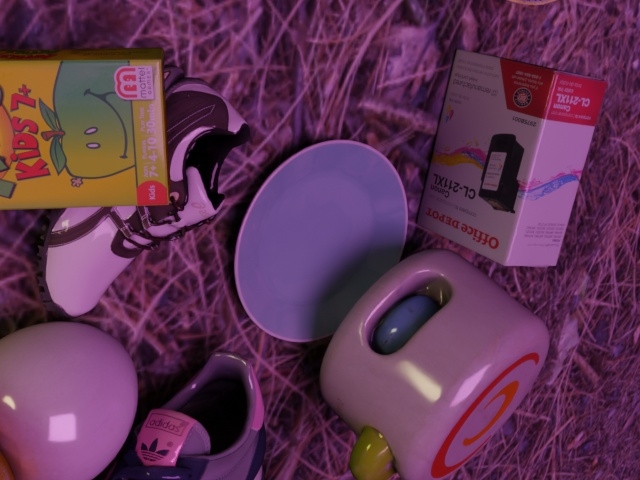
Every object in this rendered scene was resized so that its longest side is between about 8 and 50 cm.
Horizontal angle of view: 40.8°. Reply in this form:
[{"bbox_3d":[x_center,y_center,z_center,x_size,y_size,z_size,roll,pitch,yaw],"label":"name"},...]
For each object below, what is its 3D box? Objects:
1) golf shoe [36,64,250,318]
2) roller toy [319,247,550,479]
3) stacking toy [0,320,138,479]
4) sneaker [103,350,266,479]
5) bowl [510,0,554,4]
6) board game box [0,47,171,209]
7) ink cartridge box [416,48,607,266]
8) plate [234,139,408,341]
[{"bbox_3d":[-0.124,-0.023,0.604,0.198,0.093,0.077,-61,158,2],"label":"golf shoe"},{"bbox_3d":[0.101,0.110,0.791,0.209,0.146,0.191,-10,133,-50],"label":"roller toy"},{"bbox_3d":[-0.294,0.187,0.483,0.480,0.350,0.351,-40,130,-40],"label":"stacking toy"},{"bbox_3d":[-0.133,0.195,0.617,0.319,0.112,0.131,-53,153,-59],"label":"sneaker"},{"bbox_3d":[0.141,-0.270,0.708,0.170,0.080,0.170,-1,91,-28],"label":"bowl"},{"bbox_3d":[-0.186,-0.068,0.528,0.181,0.043,0.092,-2,113,-7],"label":"board game box"},{"bbox_3d":[0.171,-0.076,0.794,0.072,0.127,0.175,1,108,-36],"label":"ink cartridge box"},{"bbox_3d":[0.000,0.000,0.764,0.188,0.024,0.188,-16,118,-33],"label":"plate"}]
